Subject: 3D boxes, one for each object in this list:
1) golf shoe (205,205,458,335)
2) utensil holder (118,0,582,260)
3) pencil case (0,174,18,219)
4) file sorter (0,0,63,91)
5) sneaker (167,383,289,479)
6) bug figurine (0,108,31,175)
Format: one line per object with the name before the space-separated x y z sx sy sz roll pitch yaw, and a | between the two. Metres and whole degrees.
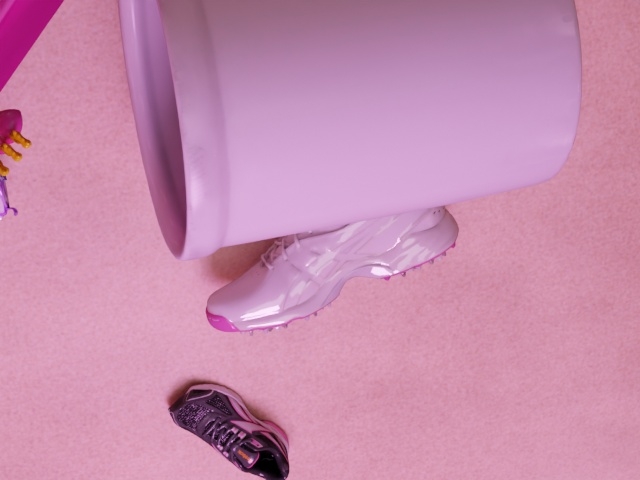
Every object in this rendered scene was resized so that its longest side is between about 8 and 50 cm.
golf shoe | 0.000 0.000 1.741 0.306 0.115 0.140 -25 113 -9
utensil holder | 0.019 -0.172 1.510 0.386 0.327 0.327 -10 122 -14
pencil case | -0.421 -0.035 1.596 0.206 0.086 0.088 -19 99 -3
file sorter | -0.351 -0.223 1.366 0.182 0.202 0.290 36 95 -4
sneaker | -0.100 0.237 1.859 0.178 0.077 0.072 29 107 -28
bug figurine | -0.413 -0.092 1.525 0.279 0.072 0.216 44 87 6
